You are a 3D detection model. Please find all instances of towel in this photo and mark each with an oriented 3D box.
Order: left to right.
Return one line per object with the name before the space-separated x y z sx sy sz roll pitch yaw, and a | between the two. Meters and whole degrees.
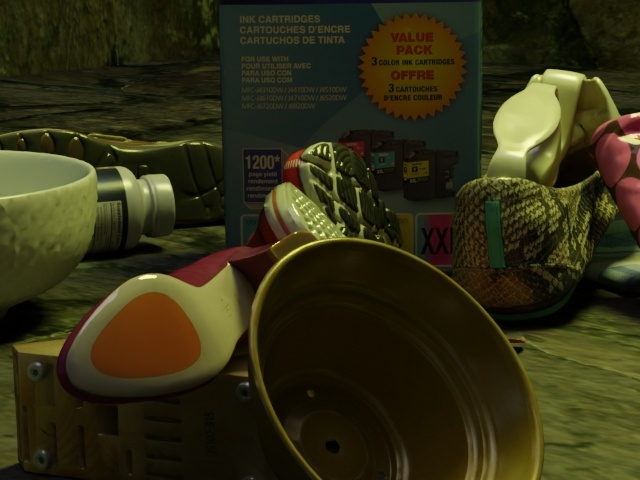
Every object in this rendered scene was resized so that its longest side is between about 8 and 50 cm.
towel | 0.335 0.007 1.976 0.209 0.034 0.285 -6 12 -21

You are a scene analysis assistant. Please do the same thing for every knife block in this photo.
knife block | -0.049 0.105 1.358 0.276 0.088 0.242 3 11 23

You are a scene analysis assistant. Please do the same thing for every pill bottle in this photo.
pill bottle | -0.248 -0.032 2.057 0.169 0.094 0.094 -5 12 -22

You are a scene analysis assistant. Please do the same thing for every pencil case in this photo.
pencil case | 0.330 -0.029 1.749 0.098 0.209 0.095 -28 -31 7

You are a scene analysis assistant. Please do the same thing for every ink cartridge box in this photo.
ink cartridge box | 0.032 -0.169 1.954 0.270 0.395 0.151 -1 11 2

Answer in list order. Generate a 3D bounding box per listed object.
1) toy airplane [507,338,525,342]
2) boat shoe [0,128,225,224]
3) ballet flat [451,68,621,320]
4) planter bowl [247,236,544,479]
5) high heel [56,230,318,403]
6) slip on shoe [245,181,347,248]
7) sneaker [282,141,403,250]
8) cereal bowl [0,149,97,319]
toy airplane | 0.096 0.083 1.610 0.151 0.028 0.151 -3 11 0
boat shoe | -0.257 -0.068 2.226 0.324 0.122 0.120 4 4 -19
ballet flat | 0.235 -0.075 1.893 0.164 0.182 0.483 -3 15 20
planter bowl | 0.028 0.112 1.190 0.217 0.217 0.090 -11 -25 -43
high heel | -0.105 0.058 1.240 0.117 0.082 0.244 -27 6 42
slip on shoe | -0.019 0.037 1.491 0.101 0.123 0.331 -42 -4 -8
sneaker | 0.000 0.000 1.727 0.118 0.107 0.279 -9 -23 12
cereal bowl | -0.374 0.005 1.757 0.339 0.141 0.339 -1 12 0
